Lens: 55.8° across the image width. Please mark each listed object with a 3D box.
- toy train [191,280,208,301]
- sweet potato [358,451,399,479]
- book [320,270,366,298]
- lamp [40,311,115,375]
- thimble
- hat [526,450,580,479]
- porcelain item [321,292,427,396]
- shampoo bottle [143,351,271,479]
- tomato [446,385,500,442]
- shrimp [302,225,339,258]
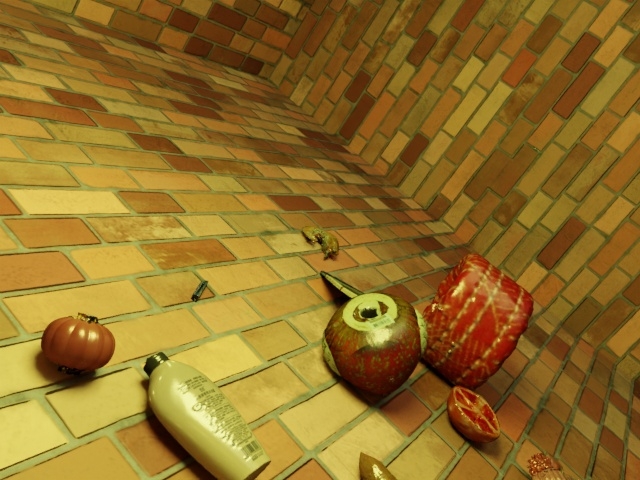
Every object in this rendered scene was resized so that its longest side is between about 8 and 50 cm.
[{"bbox_3d":[-0.263,0.107,1.320,0.017,0.017,0.083,25,21,-5],"label":"toy train"},{"bbox_3d":[0.125,0.462,1.071,0.068,0.060,0.206,-11,52,-20],"label":"sweet potato"},{"bbox_3d":[0.120,0.159,1.644,0.228,0.018,0.322,31,0,-12],"label":"book"},{"bbox_3d":[-0.370,0.158,0.925,0.107,0.092,0.107,15,-11,3],"label":"lamp"},{"bbox_3d":[0.411,0.225,1.670,0.230,0.350,0.350,35,20,8],"label":"thimble"},{"bbox_3d":[0.562,0.601,1.368,0.236,0.107,0.286,36,22,-28],"label":"hat"},{"bbox_3d":[0.129,0.254,1.388,0.253,0.253,0.253,30,20,-12],"label":"porcelain item"},{"bbox_3d":[-0.191,0.277,0.957,0.257,0.078,0.127,44,27,20],"label":"shampoo bottle"},{"bbox_3d":[0.363,0.435,1.485,0.155,0.069,0.156,32,22,-15],"label":"tomato"},{"bbox_3d":[-0.001,0.004,1.939,0.132,0.052,0.187,14,19,-20],"label":"shrimp"}]
